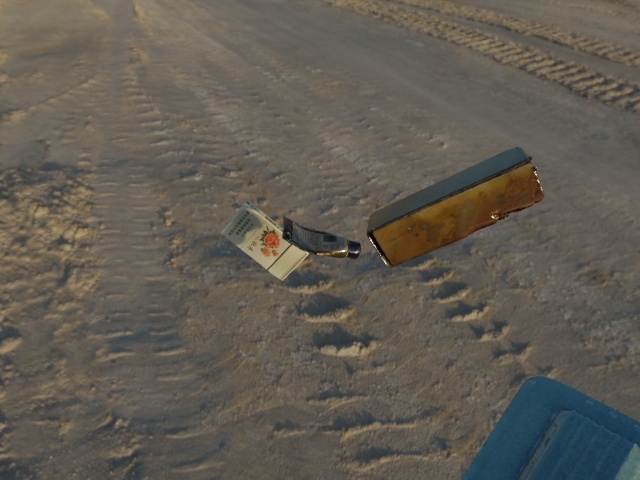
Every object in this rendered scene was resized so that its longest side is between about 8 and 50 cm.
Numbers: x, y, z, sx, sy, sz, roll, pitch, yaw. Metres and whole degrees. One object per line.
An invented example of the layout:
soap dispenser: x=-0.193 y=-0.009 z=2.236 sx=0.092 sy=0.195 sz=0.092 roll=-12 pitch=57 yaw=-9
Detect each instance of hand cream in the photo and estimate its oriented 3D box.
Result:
hand cream: x=0.000 y=0.000 z=0.789 sx=0.163 sy=0.039 sz=0.062 roll=17 pitch=48 yaw=-19

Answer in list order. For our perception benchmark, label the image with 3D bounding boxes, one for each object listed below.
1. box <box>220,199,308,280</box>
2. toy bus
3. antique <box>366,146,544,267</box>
box: x=-0.136 y=0.002 z=1.016 sx=0.198 sy=0.109 sz=0.029 roll=40 pitch=23 yaw=-12
toy bus: x=0.194 y=0.309 z=0.367 sx=0.312 sy=0.190 sz=0.152 roll=-49 pitch=39 yaw=-13
antique: x=0.243 y=-0.058 z=0.770 sx=0.310 sy=0.093 sz=0.087 roll=-26 pitch=21 yaw=25
